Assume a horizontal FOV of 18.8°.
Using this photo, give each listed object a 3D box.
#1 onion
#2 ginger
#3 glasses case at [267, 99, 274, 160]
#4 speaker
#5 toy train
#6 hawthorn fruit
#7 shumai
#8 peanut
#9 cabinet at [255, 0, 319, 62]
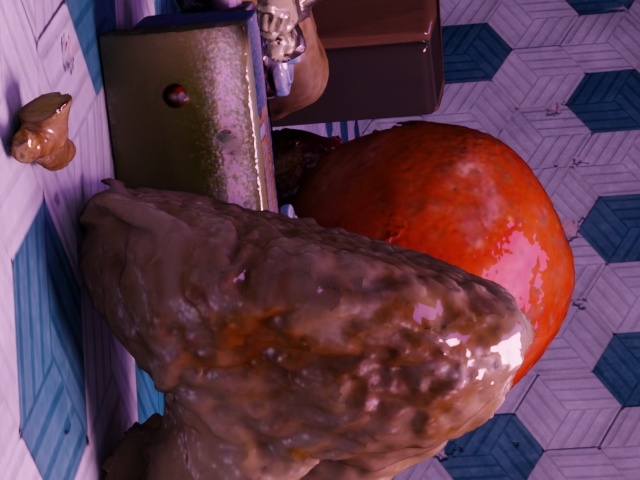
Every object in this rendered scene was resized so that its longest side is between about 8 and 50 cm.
[{"bbox_3d":[0.000,0.000,1.947,0.140,0.195,0.218,-62,140,-31],"label":"onion"},{"bbox_3d":[-0.164,-0.068,1.146,0.097,0.030,0.048,16,98,-82],"label":"ginger"},{"bbox_3d":[-0.081,-0.034,1.698,0.122,0.082,0.321,-33,122,-85],"label":"glasses case"},{"bbox_3d":[0.011,-0.233,2.058,0.153,0.231,0.192,77,10,-58],"label":"speaker"},{"bbox_3d":[-0.079,-0.052,1.500,0.202,0.131,0.300,-70,155,-72],"label":"toy train"},{"bbox_3d":[0.075,0.049,1.665,0.307,0.276,0.276,-48,137,-58],"label":"hawthorn fruit"},{"bbox_3d":[-0.025,0.117,1.290,0.267,0.314,0.262,-1,103,-68],"label":"shumai"},{"bbox_3d":[-0.065,-0.206,1.824,0.253,0.122,0.137,77,18,-47],"label":"peanut"},{"bbox_3d":[-0.027,-0.332,1.281,0.290,0.227,0.318,58,-5,17],"label":"cabinet"}]
